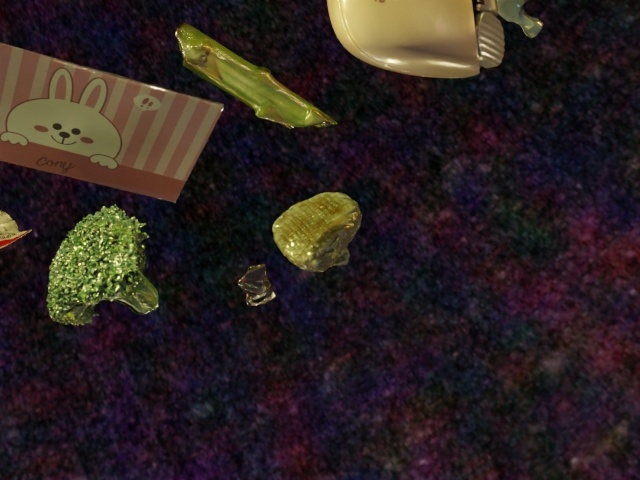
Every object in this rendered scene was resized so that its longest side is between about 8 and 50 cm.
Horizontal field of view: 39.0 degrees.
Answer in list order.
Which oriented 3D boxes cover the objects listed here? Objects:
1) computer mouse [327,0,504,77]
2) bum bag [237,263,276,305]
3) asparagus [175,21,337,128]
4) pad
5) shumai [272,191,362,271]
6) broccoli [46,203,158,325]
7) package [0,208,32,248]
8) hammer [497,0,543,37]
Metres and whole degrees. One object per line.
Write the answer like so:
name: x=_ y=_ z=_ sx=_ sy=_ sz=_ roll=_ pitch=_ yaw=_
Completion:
computer mouse: x=0.105 y=-0.238 z=0.906 sx=0.236 sy=0.082 sz=0.145 roll=-1 pitch=83 yaw=-42
bum bag: x=-0.109 y=0.080 z=1.546 sx=0.057 sy=0.034 sz=0.124 roll=-26 pitch=147 yaw=-5
asparagus: x=-0.127 y=-0.288 z=1.693 sx=0.343 sy=0.082 sz=0.085 roll=32 pitch=112 yaw=-8
pad: x=-0.277 y=-0.127 z=0.994 sx=0.299 sy=0.005 sz=0.202 roll=14 pitch=145 yaw=-19
shumai: x=-0.002 y=0.005 z=1.776 sx=0.184 sy=0.184 sz=0.142 roll=-31 pitch=136 yaw=-3
broccoli: x=-0.338 y=0.065 z=1.469 sx=0.219 sy=0.194 sz=0.194 roll=-41 pitch=134 yaw=3
package: x=-0.640 y=-0.006 z=1.701 sx=0.154 sy=0.239 sz=0.030 roll=-27 pitch=115 yaw=-26
hammer: x=0.398 y=-0.480 z=1.610 sx=0.158 sy=0.041 sz=0.226 roll=40 pitch=136 yaw=-13
